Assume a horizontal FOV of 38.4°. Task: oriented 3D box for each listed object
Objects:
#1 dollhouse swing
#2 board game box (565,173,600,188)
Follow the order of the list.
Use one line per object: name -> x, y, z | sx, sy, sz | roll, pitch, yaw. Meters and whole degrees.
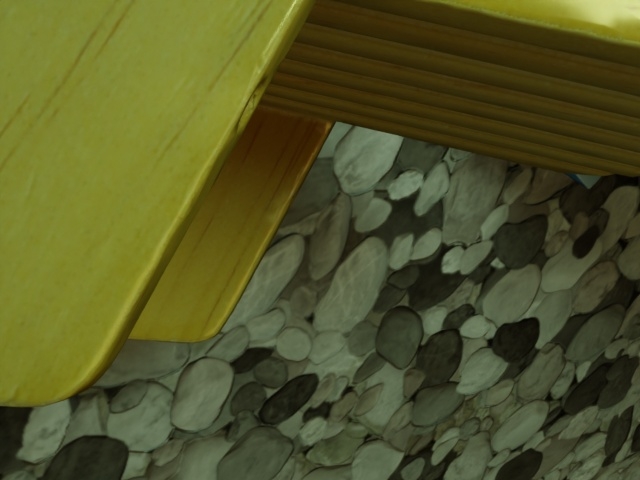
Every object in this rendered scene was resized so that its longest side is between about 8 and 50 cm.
dollhouse swing -> 0.000, 0.000, 0.469 | 0.315, 0.305, 0.347 | -62, 179, -3
board game box -> 0.238, -0.238, 0.763 | 0.302, 0.086, 0.308 | -50, 138, 5
